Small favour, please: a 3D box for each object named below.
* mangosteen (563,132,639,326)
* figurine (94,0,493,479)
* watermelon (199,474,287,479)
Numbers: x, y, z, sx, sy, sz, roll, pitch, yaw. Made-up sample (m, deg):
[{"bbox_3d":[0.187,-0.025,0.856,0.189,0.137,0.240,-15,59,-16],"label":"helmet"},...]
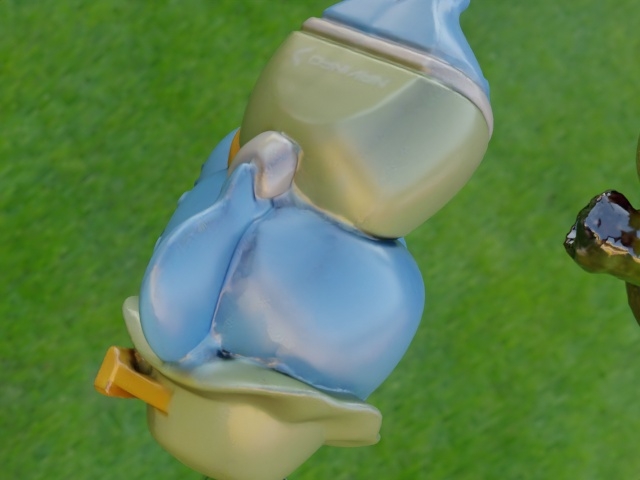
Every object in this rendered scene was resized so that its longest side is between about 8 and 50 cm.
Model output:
[{"bbox_3d":[0.347,0.002,1.189,0.330,0.330,0.330,31,40,-31],"label":"mangosteen"},{"bbox_3d":[0.002,0.001,0.971,0.154,0.180,0.262,33,74,8],"label":"figurine"},{"bbox_3d":[-0.049,0.185,1.217,0.062,0.105,0.105,-24,80,-32],"label":"watermelon"}]
